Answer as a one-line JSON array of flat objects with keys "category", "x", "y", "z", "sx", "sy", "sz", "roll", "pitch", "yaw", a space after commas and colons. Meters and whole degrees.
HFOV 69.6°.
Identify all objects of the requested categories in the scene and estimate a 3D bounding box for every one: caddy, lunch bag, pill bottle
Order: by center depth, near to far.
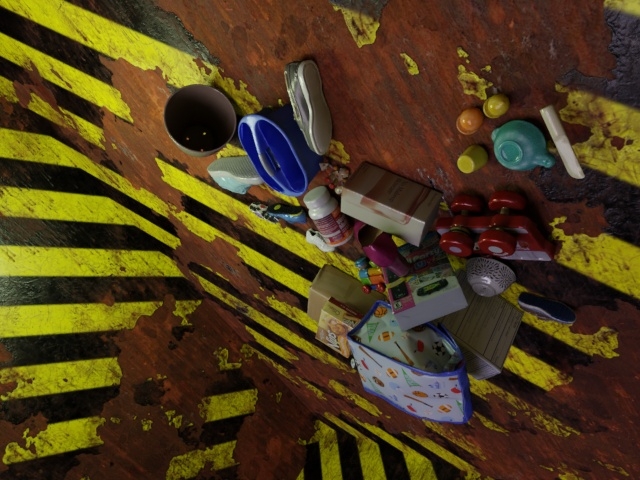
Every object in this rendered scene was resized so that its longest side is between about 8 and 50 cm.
[{"category": "lunch bag", "x": 0.322, "y": 0.420, "z": 1.536, "sx": 0.385, "sy": 0.239, "sz": 0.328, "roll": 20, "pitch": 144, "yaw": 41}, {"category": "caddy", "x": -0.148, "y": -0.313, "z": 1.633, "sx": 0.241, "sy": 0.179, "sz": 0.341, "roll": 4, "pitch": 134, "yaw": 41}, {"category": "pill bottle", "x": 0.030, "y": -0.093, "z": 1.784, "sx": 0.121, "sy": 0.121, "sz": 0.221, "roll": 1, "pitch": 132, "yaw": 44}]

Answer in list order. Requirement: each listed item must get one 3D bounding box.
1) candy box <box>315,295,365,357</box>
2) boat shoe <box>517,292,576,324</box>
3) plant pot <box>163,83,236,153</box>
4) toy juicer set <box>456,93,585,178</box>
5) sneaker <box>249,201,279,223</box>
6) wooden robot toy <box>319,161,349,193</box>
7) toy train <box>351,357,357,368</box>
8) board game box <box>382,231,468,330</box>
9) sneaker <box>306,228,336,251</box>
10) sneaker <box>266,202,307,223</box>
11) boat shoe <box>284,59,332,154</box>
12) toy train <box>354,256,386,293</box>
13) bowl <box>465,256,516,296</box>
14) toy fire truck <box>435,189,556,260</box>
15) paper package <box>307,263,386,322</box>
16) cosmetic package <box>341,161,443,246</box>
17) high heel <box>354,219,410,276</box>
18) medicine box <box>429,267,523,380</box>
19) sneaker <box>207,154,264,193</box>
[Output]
[{"category": "candy box", "x": 0.086, "y": 0.392, "z": 2.050, "sx": 0.182, "sy": 0.088, "sz": 0.317, "roll": 30, "pitch": 149, "yaw": 13}, {"category": "boat shoe", "x": 0.754, "y": 0.233, "z": 1.535, "sx": 0.183, "sy": 0.066, "sz": 0.066, "roll": 26, "pitch": 152, "yaw": 36}, {"category": "plant pot", "x": -0.469, "y": -0.425, "z": 1.785, "sx": 0.256, "sy": 0.256, "sz": 0.274, "roll": 43, "pitch": 164, "yaw": -8}, {"category": "toy juicer set", "x": 0.492, "y": -0.269, "z": 1.151, "sx": 0.328, "sy": 0.089, "sz": 0.209, "roll": 13, "pitch": 128, "yaw": 47}, {"category": "sneaker", "x": -0.246, "y": -0.122, "z": 2.095, "sx": 0.169, "sy": 0.068, "sz": 0.071, "roll": 30, "pitch": 163, "yaw": 29}, {"category": "wooden robot toy", "x": 0.072, "y": -0.222, "z": 1.635, "sx": 0.079, "sy": 0.076, "sz": 0.173, "roll": -20, "pitch": 117, "yaw": 42}, {"category": "toy train", "x": 0.317, "y": 0.562, "z": 2.189, "sx": 0.333, "sy": 0.142, "sz": 0.190, "roll": 2, "pitch": 151, "yaw": -16}, {"category": "board game box", "x": 0.329, "y": 0.127, "z": 1.525, "sx": 0.223, "sy": 0.303, "sz": 0.098, "roll": -24, "pitch": 121, "yaw": 13}, {"category": "sneaker", "x": 0.000, "y": 0.000, "z": 1.994, "sx": 0.152, "sy": 0.054, "sz": 0.061, "roll": 26, "pitch": 143, "yaw": 21}, {"category": "sneaker", "x": -0.147, "y": -0.108, "z": 1.991, "sx": 0.209, "sy": 0.069, "sz": 0.082, "roll": 11, "pitch": 142, "yaw": 36}, {"category": "boat shoe", "x": -0.039, "y": -0.418, "z": 1.465, "sx": 0.091, "sy": 0.109, "sz": 0.305, "roll": 15, "pitch": 135, "yaw": 34}, {"category": "toy train", "x": 0.251, "y": 0.128, "z": 1.875, "sx": 0.248, "sy": 0.105, "sz": 0.144, "roll": -15, "pitch": 107, "yaw": 52}, {"category": "bowl", "x": 0.561, "y": 0.137, "z": 1.557, "sx": 0.170, "sy": 0.080, "sz": 0.170, "roll": 25, "pitch": 154, "yaw": 13}, {"category": "toy fire truck", "x": 0.517, "y": -0.008, "z": 1.391, "sx": 0.302, "sy": 0.170, "sz": 0.254, "roll": -1, "pitch": 149, "yaw": 47}, {"category": "paper package", "x": 0.111, "y": 0.311, "z": 2.166, "sx": 0.324, "sy": 0.168, "sz": 0.310, "roll": 28, "pitch": 148, "yaw": 15}, {"category": "cosmetic package", "x": 0.230, "y": -0.124, "z": 1.520, "sx": 0.296, "sy": 0.153, "sz": 0.129, "roll": 25, "pitch": 146, "yaw": 18}, {"category": "high heel", "x": 0.171, "y": -0.024, "z": 1.590, "sx": 0.181, "sy": 0.127, "sz": 0.377, "roll": 39, "pitch": -175, "yaw": -32}, {"category": "medicine box", "x": 0.529, "y": 0.298, "z": 1.641, "sx": 0.289, "sy": 0.263, "sz": 0.149, "roll": 36, "pitch": 148, "yaw": 4}, {"category": "sneaker", "x": -0.317, "y": -0.264, "z": 1.926, "sx": 0.365, "sy": 0.135, "sz": 0.150, "roll": 17, "pitch": 151, "yaw": 44}]
